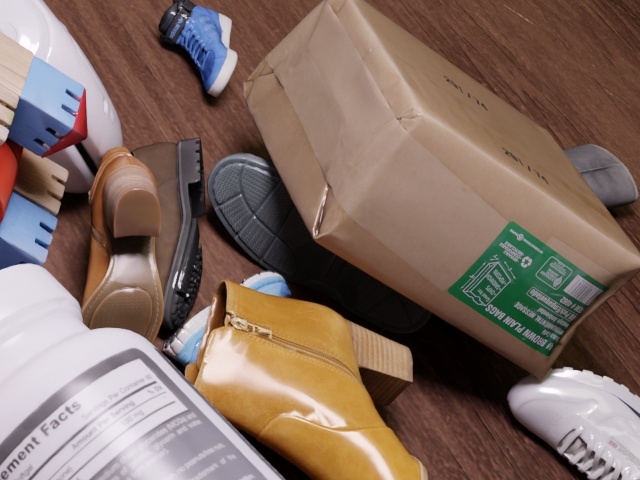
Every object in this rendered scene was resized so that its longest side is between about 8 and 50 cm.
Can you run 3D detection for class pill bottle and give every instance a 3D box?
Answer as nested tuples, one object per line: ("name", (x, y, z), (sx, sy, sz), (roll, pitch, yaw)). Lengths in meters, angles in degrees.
("pill bottle", (-0.156, 0.199, 1.337), (0.363, 0.210, 0.210), (44, 38, 17))

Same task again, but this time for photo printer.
("photo printer", (-0.308, -0.191, 1.665), (0.107, 0.256, 0.307), (-37, 67, -7))

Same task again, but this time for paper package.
("paper package", (0.117, -0.060, 1.751), (0.325, 0.168, 0.309), (32, 18, -30))

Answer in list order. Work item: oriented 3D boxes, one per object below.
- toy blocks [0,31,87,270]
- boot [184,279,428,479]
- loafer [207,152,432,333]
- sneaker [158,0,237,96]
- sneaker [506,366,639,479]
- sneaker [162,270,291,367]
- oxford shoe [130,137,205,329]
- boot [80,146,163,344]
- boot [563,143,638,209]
("toy blocks", (-0.327, -0.053, 1.405), (0.261, 0.381, 0.190), (32, 44, -25))
("boot", (-0.020, 0.174, 1.544), (0.211, 0.104, 0.295), (17, 44, -18))
("loafer", (0.000, 0.000, 1.797), (0.267, 0.096, 0.084), (36, 17, -6))
("sneaker", (-0.142, -0.220, 1.957), (0.085, 0.058, 0.152), (23, 32, -21))
("sneaker", (0.293, 0.210, 1.755), (0.235, 0.090, 0.095), (26, 46, -5))
("sneaker", (-0.079, 0.088, 1.661), (0.073, 0.063, 0.162), (51, 45, 2))
("oxford shoe", (-0.161, -0.003, 1.696), (0.096, 0.083, 0.227), (-2, 46, -1))
("boot", (-0.184, 0.017, 1.593), (0.073, 0.197, 0.152), (11, 15, -18))
("boot", (0.301, -0.041, 2.069), (0.208, 0.076, 0.189), (0, 48, -45))
